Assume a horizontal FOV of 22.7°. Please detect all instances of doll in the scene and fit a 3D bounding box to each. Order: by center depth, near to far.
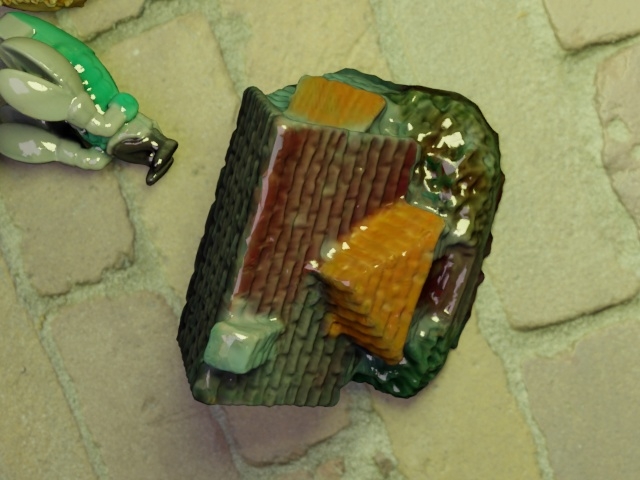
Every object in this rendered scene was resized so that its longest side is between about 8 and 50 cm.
[{"bbox_3d":[-0.299,-0.164,1.873,0.258,0.153,0.195,21,140,27],"label":"doll"}]

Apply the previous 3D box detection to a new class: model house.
[{"bbox_3d":[0.000,0.000,1.705,0.297,0.339,0.360,22,103,17],"label":"model house"}]

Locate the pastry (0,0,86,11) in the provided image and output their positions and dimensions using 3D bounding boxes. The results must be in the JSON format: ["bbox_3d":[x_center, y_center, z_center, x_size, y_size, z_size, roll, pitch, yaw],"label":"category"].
[{"bbox_3d":[-0.350,-0.419,1.858,0.255,0.162,0.311,-19,90,22],"label":"pastry"}]
